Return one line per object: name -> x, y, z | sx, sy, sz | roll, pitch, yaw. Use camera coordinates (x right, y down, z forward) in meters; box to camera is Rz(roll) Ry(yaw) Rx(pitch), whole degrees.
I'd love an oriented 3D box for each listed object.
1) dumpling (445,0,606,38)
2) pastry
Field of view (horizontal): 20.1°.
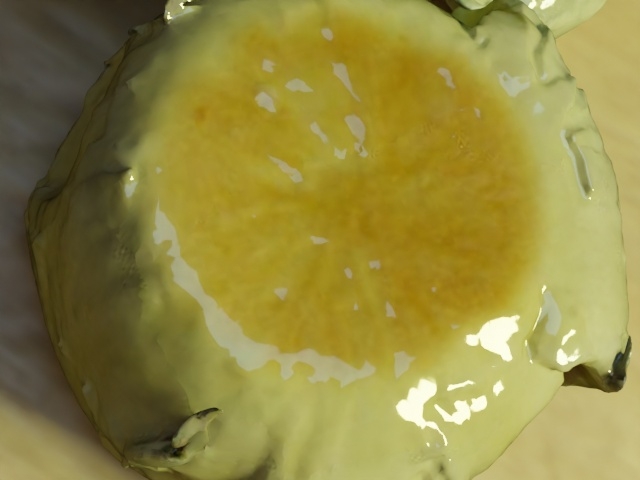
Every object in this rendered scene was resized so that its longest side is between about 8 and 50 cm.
dumpling -> 0.060, -0.089, 0.550 | 0.076, 0.052, 0.057 | -41, 104, -19
pastry -> 0.000, 0.000, 0.494 | 0.166, 0.088, 0.166 | 4, 77, -15
